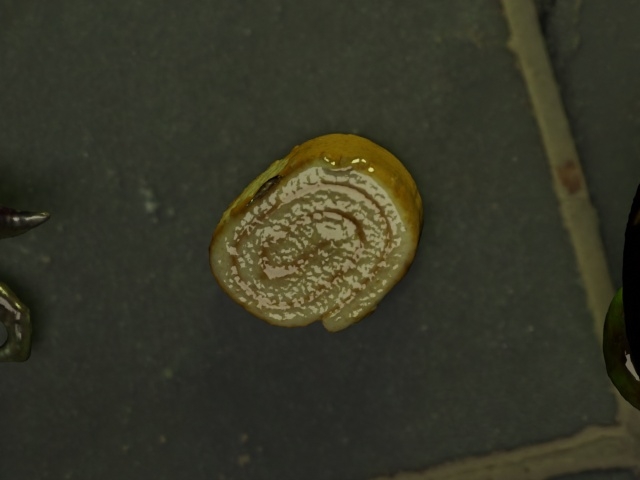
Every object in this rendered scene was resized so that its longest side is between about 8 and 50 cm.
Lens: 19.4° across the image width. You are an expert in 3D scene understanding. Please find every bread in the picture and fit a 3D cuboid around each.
[{"bbox_3d":[0.000,0.000,1.302,0.149,0.073,0.122,-40,97,18],"label":"bread"}]

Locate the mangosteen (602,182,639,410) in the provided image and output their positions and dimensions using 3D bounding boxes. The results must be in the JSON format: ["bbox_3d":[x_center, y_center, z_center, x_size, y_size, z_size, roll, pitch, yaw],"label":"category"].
[{"bbox_3d":[0.326,0.035,1.169,0.306,0.359,0.306,2,78,-10],"label":"mangosteen"}]

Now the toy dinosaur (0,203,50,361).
[{"bbox_3d":[-0.328,0.007,1.365,0.294,0.077,0.162,5,106,10],"label":"toy dinosaur"}]
